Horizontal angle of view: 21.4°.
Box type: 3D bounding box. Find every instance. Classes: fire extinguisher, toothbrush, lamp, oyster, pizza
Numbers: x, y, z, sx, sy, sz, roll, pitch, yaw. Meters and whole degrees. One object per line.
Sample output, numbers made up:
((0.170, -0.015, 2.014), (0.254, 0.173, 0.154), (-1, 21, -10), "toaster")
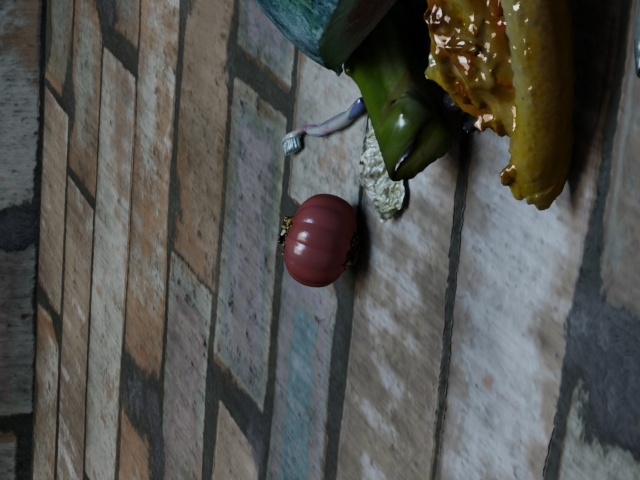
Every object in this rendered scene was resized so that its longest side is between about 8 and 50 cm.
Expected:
((0.144, -0.129, 1.600), (0.100, 0.032, 0.046), (162, 116, -75), "fire extinguisher")
((0.002, -0.134, 1.992), (0.269, 0.021, 0.027), (-20, 85, 69), "toothbrush")
((0.000, 0.000, 1.909), (0.107, 0.092, 0.108), (18, -90, -85), "lamp")
((0.064, -0.077, 1.808), (0.098, 0.037, 0.100), (114, 147, -51), "oyster")
((0.136, -0.201, 1.421), (0.182, 0.074, 0.365), (13, 122, 49), "pizza")

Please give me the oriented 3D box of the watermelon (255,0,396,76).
((0.034, -0.333, 1.610), (0.228, 0.258, 0.387), (52, 164, 18), "watermelon")

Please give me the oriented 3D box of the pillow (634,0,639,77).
((0.284, -0.230, 1.063), (0.106, 0.186, 0.250), (32, 133, 15), "pillow")

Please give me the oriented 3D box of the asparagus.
((0.067, -0.183, 1.735), (0.343, 0.085, 0.082), (-106, 12, -46), "asparagus")
